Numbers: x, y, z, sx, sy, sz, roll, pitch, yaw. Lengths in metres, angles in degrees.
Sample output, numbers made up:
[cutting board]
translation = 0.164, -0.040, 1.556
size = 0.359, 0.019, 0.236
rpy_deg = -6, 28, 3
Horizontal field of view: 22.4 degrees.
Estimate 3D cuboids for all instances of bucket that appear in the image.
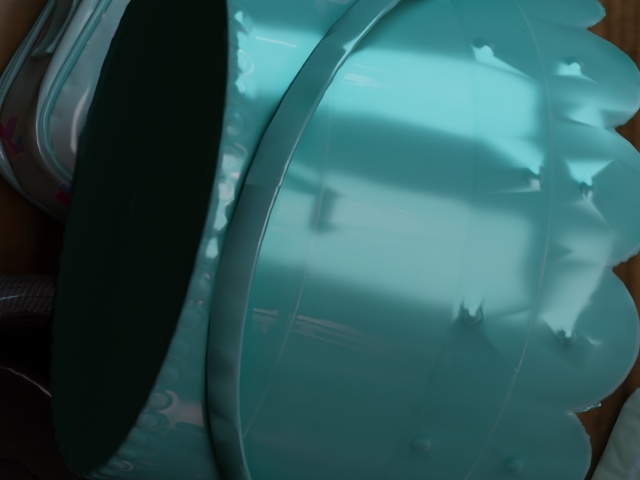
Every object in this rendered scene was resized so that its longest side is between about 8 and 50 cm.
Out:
[bucket]
translation = 0.000, 0.000, 0.716
size = 0.183, 0.281, 0.281
rpy_deg = 11, 83, -21

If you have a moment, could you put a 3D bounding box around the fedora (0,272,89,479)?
[fedora]
translation = -0.139, 0.153, 0.822
size = 0.275, 0.124, 0.244
rpy_deg = 47, 65, -8

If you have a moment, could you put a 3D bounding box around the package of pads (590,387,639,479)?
[package of pads]
translation = 0.247, 0.277, 1.045
size = 0.229, 0.101, 0.297
rpy_deg = 35, 74, -22

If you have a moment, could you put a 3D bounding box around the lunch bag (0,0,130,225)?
[lunch bag]
translation = -0.042, -0.110, 0.895
size = 0.224, 0.108, 0.279
rpy_deg = 34, 73, -22
